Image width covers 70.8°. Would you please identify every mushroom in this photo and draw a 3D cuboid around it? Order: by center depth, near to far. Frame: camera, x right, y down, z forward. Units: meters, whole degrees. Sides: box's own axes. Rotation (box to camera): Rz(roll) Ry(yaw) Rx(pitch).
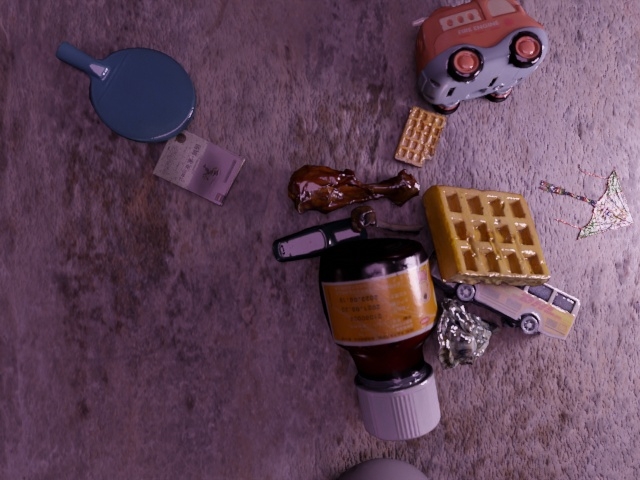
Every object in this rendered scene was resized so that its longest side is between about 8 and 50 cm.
[{"bbox_3d":[0.150,-0.035,1.021,0.187,0.061,0.060,13,68,-24],"label":"mushroom"}]

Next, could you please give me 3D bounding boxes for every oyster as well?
[{"bbox_3d":[0.304,0.209,0.959,0.087,0.199,0.252,-16,131,35],"label":"oyster"}]

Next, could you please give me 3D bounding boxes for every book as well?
[{"bbox_3d":[-0.283,-0.172,1.044,0.182,0.014,0.127,26,89,-1],"label":"book"}]

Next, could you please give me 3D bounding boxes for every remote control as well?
[{"bbox_3d":[0.000,0.000,1.033,0.222,0.042,0.072,-14,89,-7],"label":"remote control"}]

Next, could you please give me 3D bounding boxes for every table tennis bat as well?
[{"bbox_3d":[-0.441,-0.352,1.024,0.329,0.044,0.215,28,85,-1],"label":"table tennis bat"}]

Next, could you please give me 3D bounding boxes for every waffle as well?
[{"bbox_3d":[0.355,-0.012,0.966,0.248,0.055,0.221,3,61,-16],"label":"waffle"},{"bbox_3d":[0.232,-0.238,1.050,0.092,0.021,0.135,18,90,-1],"label":"waffle"}]

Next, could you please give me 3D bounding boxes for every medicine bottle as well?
[{"bbox_3d":[0.135,0.201,0.954,0.243,0.242,0.394,-11,100,-1],"label":"medicine bottle"}]

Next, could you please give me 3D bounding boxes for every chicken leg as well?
[{"bbox_3d":[0.077,-0.114,1.023,0.305,0.093,0.113,0,108,-9],"label":"chicken leg"}]

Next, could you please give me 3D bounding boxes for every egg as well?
[{"bbox_3d":[0.131,0.569,0.975,0.232,0.176,0.176,-7,90,1],"label":"egg"}]

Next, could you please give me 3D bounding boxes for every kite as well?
[{"bbox_3d":[0.638,-0.096,1.067,0.244,0.006,0.198,24,90,-1],"label":"kite"}]

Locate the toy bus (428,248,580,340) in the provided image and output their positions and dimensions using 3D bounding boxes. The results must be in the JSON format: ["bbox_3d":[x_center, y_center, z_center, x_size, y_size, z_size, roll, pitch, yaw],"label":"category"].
[{"bbox_3d":[0.403,0.111,1.018,0.343,0.097,0.138,28,87,-2],"label":"toy bus"}]

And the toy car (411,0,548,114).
[{"bbox_3d":[0.334,-0.421,0.982,0.271,0.180,0.212,-14,81,0],"label":"toy car"}]
